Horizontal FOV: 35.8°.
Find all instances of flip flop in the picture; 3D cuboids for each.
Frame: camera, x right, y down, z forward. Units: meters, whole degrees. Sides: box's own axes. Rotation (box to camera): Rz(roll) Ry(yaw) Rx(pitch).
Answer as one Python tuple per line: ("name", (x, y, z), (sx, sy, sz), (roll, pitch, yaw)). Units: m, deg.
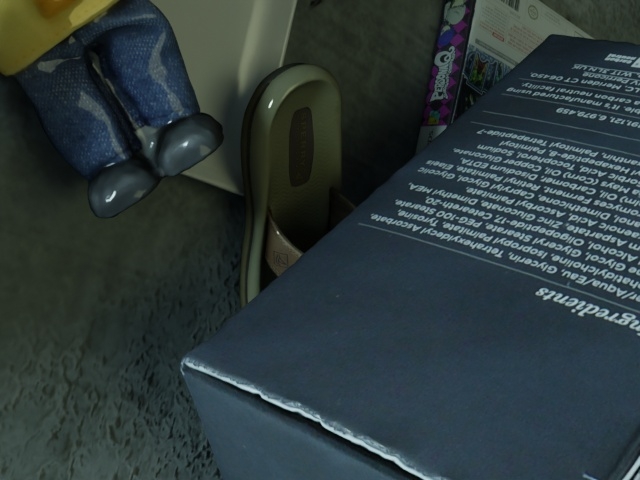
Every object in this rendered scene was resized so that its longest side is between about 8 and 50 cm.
("flip flop", (0.000, 0.000, 0.771), (0.112, 0.080, 0.277), (-28, 129, -40))

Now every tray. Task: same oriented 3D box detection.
("tray", (-0.081, -0.179, 0.732), (0.145, 0.030, 0.270), (18, 82, -42))

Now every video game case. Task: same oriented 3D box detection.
("video game case", (0.195, -0.135, 0.992), (0.232, 0.042, 0.210), (16, 83, -43))

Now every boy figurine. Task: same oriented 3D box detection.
("boy figurine", (-0.162, -0.162, 0.590), (0.177, 0.092, 0.285), (-30, 110, -4))

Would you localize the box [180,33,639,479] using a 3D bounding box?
("box", (0.204, 0.166, 0.793), (0.472, 0.297, 0.480), (-42, 135, -35))
